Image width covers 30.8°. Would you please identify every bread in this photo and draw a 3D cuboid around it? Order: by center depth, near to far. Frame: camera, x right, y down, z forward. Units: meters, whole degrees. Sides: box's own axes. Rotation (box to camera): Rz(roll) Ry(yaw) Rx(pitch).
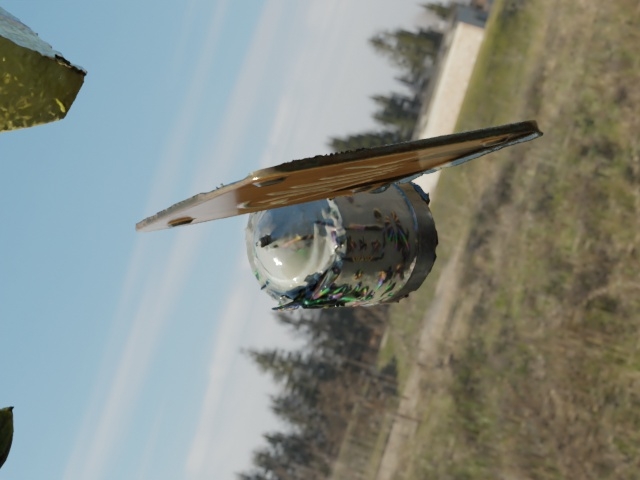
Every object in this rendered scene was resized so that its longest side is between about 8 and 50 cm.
[{"bbox_3d":[-0.347,-0.203,0.989,0.236,0.263,0.198,-10,-59,-33],"label":"bread"}]

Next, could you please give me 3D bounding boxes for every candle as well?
[{"bbox_3d":[0.000,0.000,1.513,0.330,0.187,0.187,-1,-68,-48],"label":"candle"}]

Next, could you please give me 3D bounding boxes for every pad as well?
[{"bbox_3d":[0.007,-0.053,1.023,0.284,0.287,0.018,-16,85,59],"label":"pad"}]

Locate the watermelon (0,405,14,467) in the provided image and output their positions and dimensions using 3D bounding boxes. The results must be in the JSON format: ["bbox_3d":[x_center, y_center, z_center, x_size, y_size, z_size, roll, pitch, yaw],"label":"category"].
[{"bbox_3d":[-0.443,0.245,1.147,0.129,0.301,0.123,-96,-18,-70],"label":"watermelon"}]
